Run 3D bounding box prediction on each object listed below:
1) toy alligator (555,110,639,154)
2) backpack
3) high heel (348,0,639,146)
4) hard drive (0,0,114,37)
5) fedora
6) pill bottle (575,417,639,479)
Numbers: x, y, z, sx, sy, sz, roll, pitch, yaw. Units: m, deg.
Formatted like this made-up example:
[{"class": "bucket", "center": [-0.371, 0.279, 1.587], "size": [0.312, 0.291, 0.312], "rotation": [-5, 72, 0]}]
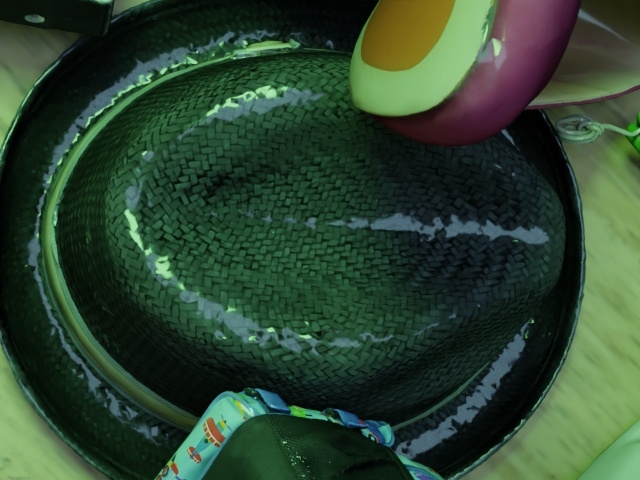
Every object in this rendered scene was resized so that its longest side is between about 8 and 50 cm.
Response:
[{"class": "toy alligator", "center": [0.216, -0.056, 0.858], "size": [0.189, 0.056, 0.051], "rotation": [-8, 130, -18]}, {"class": "backpack", "center": [0.008, 0.159, 0.688], "size": [0.173, 0.117, 0.158], "rotation": [16, 117, -37]}, {"class": "high heel", "center": [0.120, -0.097, 0.689], "size": [0.181, 0.377, 0.127], "rotation": [32, 114, -8]}, {"class": "hard drive", "center": [-0.253, -0.250, 0.743], "size": [0.339, 0.064, 0.237], "rotation": [11, 76, -9]}, {"class": "fedora", "center": [0.000, 0.000, 0.752], "size": [0.334, 0.152, 0.334], "rotation": [1, 86, -13]}, {"class": "pill bottle", "center": [0.315, 0.255, 0.769], "size": [0.224, 0.224, 0.392], "rotation": [-37, 94, -13]}]
